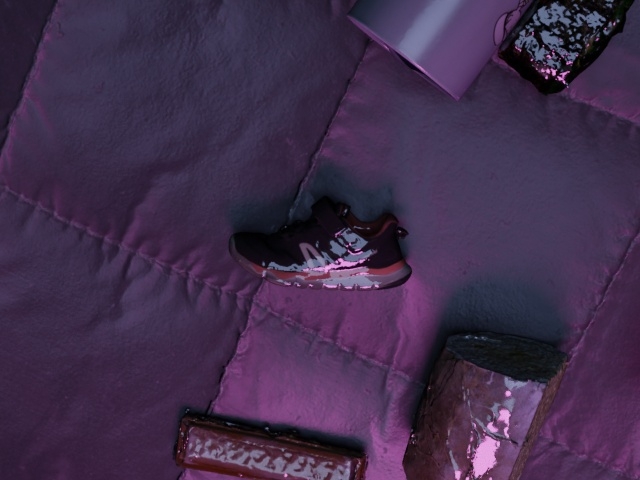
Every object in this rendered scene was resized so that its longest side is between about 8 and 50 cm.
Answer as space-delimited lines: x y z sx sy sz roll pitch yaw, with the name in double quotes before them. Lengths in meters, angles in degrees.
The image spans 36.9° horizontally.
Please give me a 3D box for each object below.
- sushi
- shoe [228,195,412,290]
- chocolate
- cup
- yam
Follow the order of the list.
"sushi" 0.368 -0.323 1.401 0.127 0.124 0.225 37 95 -2
"shoe" 0.000 0.000 1.490 0.290 0.114 0.137 3 105 2
"chocolate" -0.087 0.362 1.585 0.329 0.065 0.103 10 101 5
"cup" 0.207 -0.379 1.364 0.205 0.205 0.312 37 100 -2
"yam" 0.241 0.288 1.486 0.201 0.202 0.272 17 103 24
